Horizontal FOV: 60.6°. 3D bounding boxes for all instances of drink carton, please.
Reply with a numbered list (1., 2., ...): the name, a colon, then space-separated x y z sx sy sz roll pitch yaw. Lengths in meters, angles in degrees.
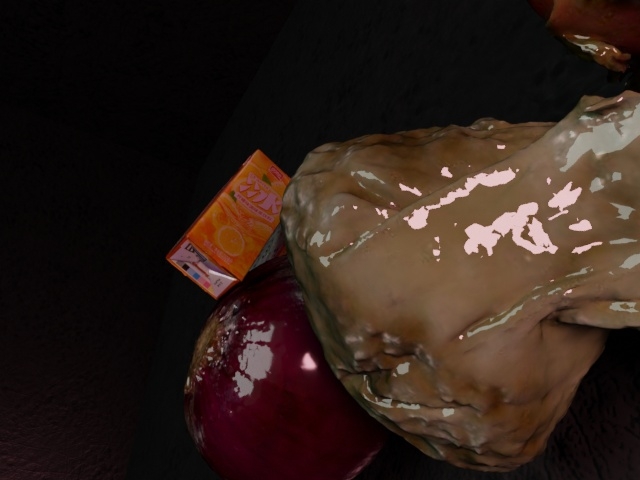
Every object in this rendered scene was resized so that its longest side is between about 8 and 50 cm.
1. drink carton: -0.117 -0.030 0.787 0.071 0.096 0.222 -36 17 42

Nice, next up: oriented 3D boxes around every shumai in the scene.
1. shumai: 0.144 0.003 0.410 0.292 0.330 0.288 -51 4 -21

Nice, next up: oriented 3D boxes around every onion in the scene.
1. onion: -0.025 0.197 0.719 0.336 0.282 0.260 -55 25 8

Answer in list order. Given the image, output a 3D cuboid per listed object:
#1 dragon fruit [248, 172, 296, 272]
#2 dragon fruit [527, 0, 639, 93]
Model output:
1. dragon fruit: 0.000 0.000 0.955 0.290 0.189 0.290 -48 24 30
2. dragon fruit: 0.295 -0.249 0.390 0.291 0.250 0.268 18 93 53
